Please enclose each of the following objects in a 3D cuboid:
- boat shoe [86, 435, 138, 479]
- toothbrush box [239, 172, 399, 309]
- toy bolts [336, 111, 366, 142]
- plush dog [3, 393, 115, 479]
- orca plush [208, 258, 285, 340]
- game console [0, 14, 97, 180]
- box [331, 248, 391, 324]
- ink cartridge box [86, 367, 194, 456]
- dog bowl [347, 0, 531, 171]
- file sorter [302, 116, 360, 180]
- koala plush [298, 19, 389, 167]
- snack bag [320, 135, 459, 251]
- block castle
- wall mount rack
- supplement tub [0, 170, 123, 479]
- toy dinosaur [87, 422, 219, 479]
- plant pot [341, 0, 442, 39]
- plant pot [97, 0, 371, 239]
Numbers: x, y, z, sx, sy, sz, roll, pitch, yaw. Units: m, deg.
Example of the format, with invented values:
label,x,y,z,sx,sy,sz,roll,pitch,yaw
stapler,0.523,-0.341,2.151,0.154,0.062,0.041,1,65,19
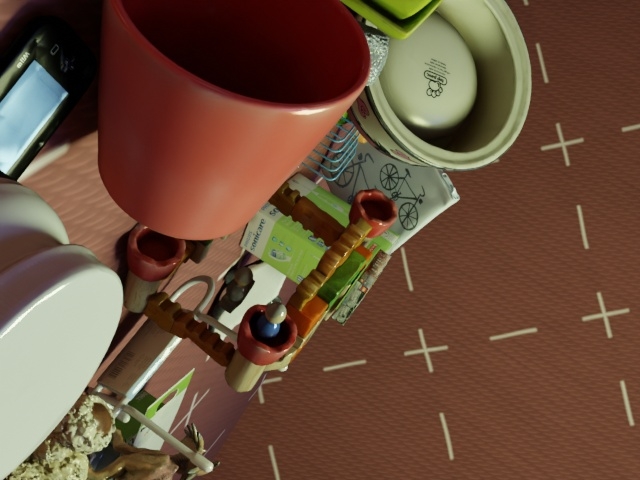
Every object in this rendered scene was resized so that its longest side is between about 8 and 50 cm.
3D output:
label,x,y,z,sx,sy,sz,roll,pitch,yaw
boat shoe,-0.481,0.482,1.493,0.319,0.099,0.116,-44,-160,14
toothbrush box,0.000,0.000,1.737,0.206,0.283,0.122,-45,165,-51
toy bolts,0.133,-0.335,1.698,0.218,0.158,0.228,-55,170,-16
plush dog,-0.441,0.353,1.134,0.225,0.211,0.262,-11,106,-58
orca plush,-0.179,0.135,1.840,0.287,0.151,0.102,-63,-160,18
game console,-0.330,-0.049,0.687,0.361,0.044,0.213,-56,170,-9
box,0.074,0.081,1.383,0.094,0.027,0.137,-58,174,32
ink cartridge box,-0.380,0.372,1.610,0.255,0.097,0.189,-64,168,25
dog bowl,0.212,-0.328,1.527,0.408,0.408,0.150,-53,-159,-22
file sorter,0.021,-0.226,1.661,0.118,0.104,0.170,-54,169,-23
koala plush,-0.053,-0.231,1.097,0.203,0.196,0.221,-17,141,-57
snack bag,0.150,-0.142,1.819,0.037,0.323,0.342,-2,150,-40
block castle,-0.084,0.002,1.304,0.453,0.303,0.213,-47,172,-45
wall mount rack,-0.242,0.231,1.335,0.350,0.304,0.130,-53,125,-23
supplement tub,-0.277,0.014,0.462,0.191,0.272,0.191,-55,170,-14
toy dinosaur,-0.289,0.400,1.349,0.295,0.200,0.127,-81,172,-84
plant pot,0.116,-0.444,1.128,0.228,0.227,0.207,-51,175,-35
plant pot,-0.116,-0.147,0.836,0.275,0.275,0.243,-47,172,-47
